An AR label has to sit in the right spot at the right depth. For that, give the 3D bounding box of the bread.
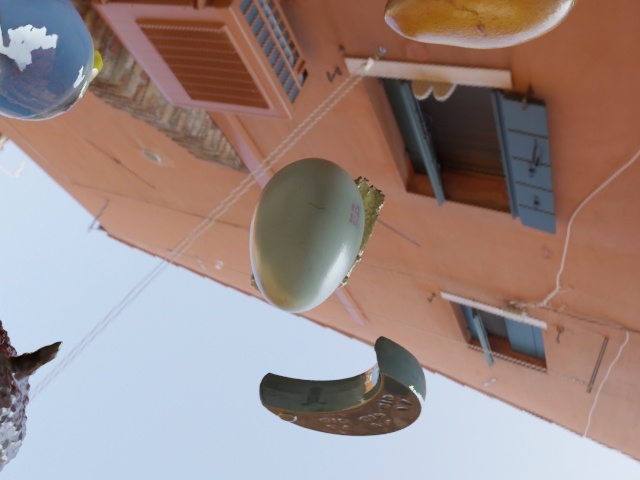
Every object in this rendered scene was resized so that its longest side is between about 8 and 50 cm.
[{"bbox_3d":[0.000,0.000,1.307,0.239,0.111,0.246,-22,-148,53],"label":"bread"}]

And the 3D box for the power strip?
[{"bbox_3d":[0.034,0.209,0.856,0.253,0.167,0.054,-28,-143,37],"label":"power strip"}]

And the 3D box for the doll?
[{"bbox_3d":[-0.244,-0.161,0.446,0.135,0.241,0.099,-13,-112,15],"label":"doll"}]

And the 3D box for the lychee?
[{"bbox_3d":[-0.306,0.126,0.528,0.197,0.165,0.165,-15,-130,-14],"label":"lychee"}]

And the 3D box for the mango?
[{"bbox_3d":[0.181,-0.279,0.735,0.219,0.145,0.112,-7,-111,11],"label":"mango"}]

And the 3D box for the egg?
[{"bbox_3d":[-0.024,-0.010,1.043,0.183,0.183,0.264,5,-113,25],"label":"egg"}]
